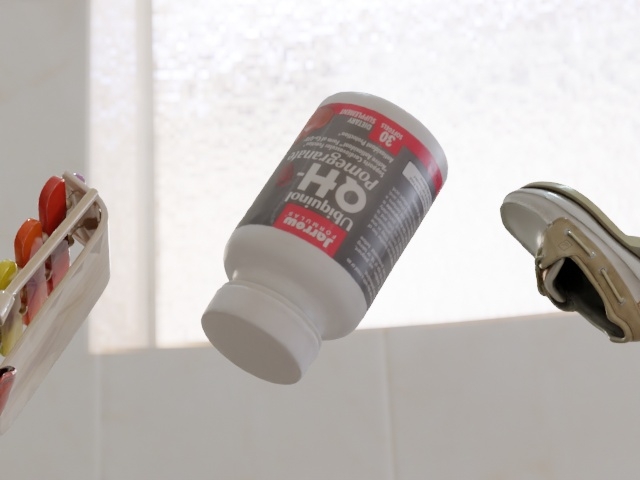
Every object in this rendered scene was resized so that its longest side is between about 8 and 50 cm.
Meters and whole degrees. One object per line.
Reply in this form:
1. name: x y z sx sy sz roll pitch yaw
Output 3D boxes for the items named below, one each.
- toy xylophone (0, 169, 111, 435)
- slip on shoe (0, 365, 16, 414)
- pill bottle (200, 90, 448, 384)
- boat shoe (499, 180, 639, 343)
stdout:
1. toy xylophone: -0.307 0.058 1.886 0.081 0.323 0.236 25 -40 11
2. slip on shoe: -0.316 0.138 1.588 0.101 0.331 0.123 -4 5 -12
3. pill bottle: 0.000 0.000 2.039 0.176 0.318 0.176 25 -28 14
4. boat shoe: 0.304 0.023 2.165 0.103 0.302 0.113 -33 -52 -20
